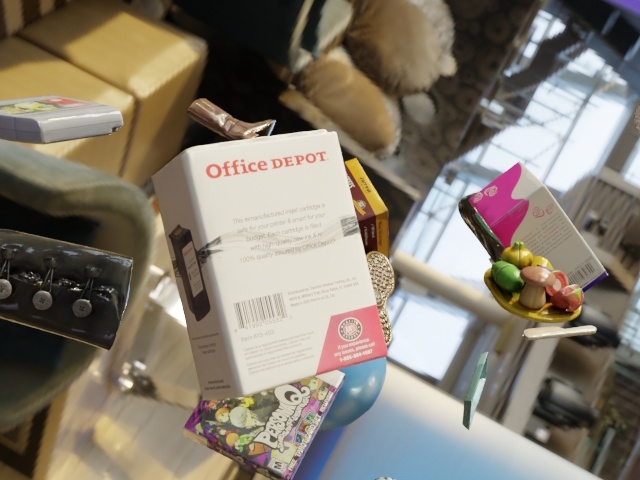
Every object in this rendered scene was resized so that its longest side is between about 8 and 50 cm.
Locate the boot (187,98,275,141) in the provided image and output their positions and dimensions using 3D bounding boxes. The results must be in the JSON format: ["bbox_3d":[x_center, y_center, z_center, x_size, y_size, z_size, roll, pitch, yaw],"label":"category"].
[{"bbox_3d":[-0.132,-0.180,1.455,0.037,0.114,0.106,-66,169,27],"label":"boot"}]

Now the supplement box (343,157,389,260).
[{"bbox_3d":[0.000,0.000,1.625,0.194,0.129,0.191,-20,142,-10],"label":"supplement box"}]

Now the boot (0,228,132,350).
[{"bbox_3d":[-0.639,0.152,2.049,0.146,0.445,0.367,-125,-129,-64],"label":"boot"}]

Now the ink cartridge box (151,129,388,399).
[{"bbox_3d":[-0.051,0.022,0.989,0.172,0.237,0.100,-12,176,-30],"label":"ink cartridge box"}]

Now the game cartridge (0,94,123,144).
[{"bbox_3d":[-0.534,-0.231,1.879,0.196,0.294,0.060,-20,114,-38],"label":"game cartridge"}]

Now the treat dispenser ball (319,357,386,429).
[{"bbox_3d":[0.004,0.279,2.221,0.288,0.288,0.288,-61,174,-11],"label":"treat dispenser ball"}]

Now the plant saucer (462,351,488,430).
[{"bbox_3d":[0.303,0.291,1.939,0.192,0.018,0.067,-50,145,-59],"label":"plant saucer"}]

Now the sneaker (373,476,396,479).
[{"bbox_3d":[0.106,0.565,1.828,0.132,0.086,0.228,-120,-141,-68],"label":"sneaker"}]

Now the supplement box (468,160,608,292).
[{"bbox_3d":[0.361,-0.006,1.644,0.111,0.220,0.114,-37,-151,8],"label":"supplement box"}]

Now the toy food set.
[{"bbox_3d":[0.321,0.059,1.452,0.218,0.128,0.071,-113,-154,-62],"label":"toy food set"}]

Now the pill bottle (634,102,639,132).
[{"bbox_3d":[0.690,-0.241,1.888,0.184,0.103,0.103,-10,142,-29],"label":"pill bottle"}]

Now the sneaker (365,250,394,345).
[{"bbox_3d":[0.065,0.107,1.537,0.086,0.064,0.192,-46,-153,37],"label":"sneaker"}]

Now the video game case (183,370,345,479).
[{"bbox_3d":[-0.098,0.293,1.774,0.232,0.210,0.042,-58,166,-31],"label":"video game case"}]

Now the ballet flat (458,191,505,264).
[{"bbox_3d":[0.377,0.004,2.052,0.095,0.280,0.096,-44,-157,-16],"label":"ballet flat"}]
